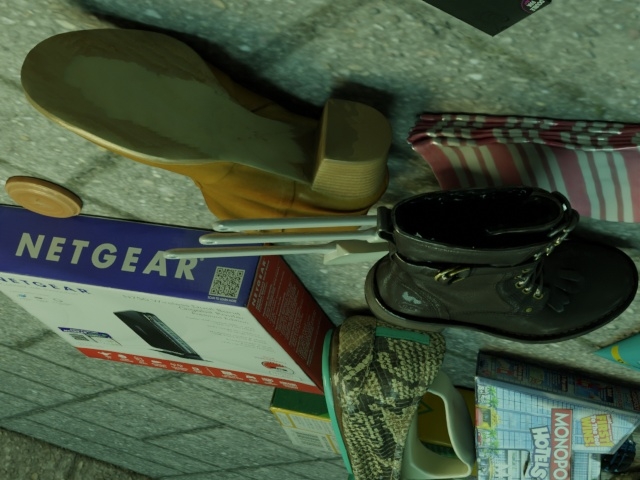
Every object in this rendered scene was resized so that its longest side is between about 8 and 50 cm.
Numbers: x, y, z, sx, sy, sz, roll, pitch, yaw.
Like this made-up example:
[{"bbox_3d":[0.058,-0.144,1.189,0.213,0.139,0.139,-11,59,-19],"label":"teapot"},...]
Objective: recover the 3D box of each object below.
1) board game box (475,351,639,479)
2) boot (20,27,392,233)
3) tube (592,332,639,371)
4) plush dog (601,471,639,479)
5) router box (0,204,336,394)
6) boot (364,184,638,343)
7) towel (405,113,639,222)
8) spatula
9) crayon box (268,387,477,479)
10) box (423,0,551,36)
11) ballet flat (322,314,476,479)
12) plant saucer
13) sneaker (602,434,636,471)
[{"bbox_3d":[0.280,0.229,1.552,0.194,0.060,0.194,1,116,10],"label":"board game box"},{"bbox_3d":[-0.091,-0.066,1.073,0.295,0.104,0.211,12,160,-5],"label":"boot"},{"bbox_3d":[0.344,0.112,1.338,0.080,0.052,0.207,25,166,0],"label":"tube"},{"bbox_3d":[0.463,0.379,1.833,0.262,0.210,0.225,-5,162,-42],"label":"plush dog"},{"bbox_3d":[-0.179,0.073,1.533,0.336,0.082,0.301,7,159,21],"label":"router box"},{"bbox_3d":[0.159,0.016,1.055,0.263,0.091,0.229,-3,163,-9],"label":"boot"},{"bbox_3d":[0.178,-0.050,1.038,0.197,0.029,0.144,5,159,24],"label":"towel"},{"bbox_3d":[0.000,0.000,1.109,0.242,0.019,0.168,-3,171,-27],"label":"spatula"},{"bbox_3d":[0.109,0.250,1.806,0.323,0.083,0.203,11,160,13],"label":"crayon box"},{"bbox_3d":[0.087,-0.164,0.761,0.083,0.052,0.062,22,160,-22],"label":"box"},{"bbox_3d":[0.098,0.280,1.624,0.182,0.164,0.482,3,134,5],"label":"ballet flat"},{"bbox_3d":[-0.294,-0.044,1.402,0.084,0.013,0.083,12,159,5],"label":"plant saucer"},{"bbox_3d":[0.306,0.236,1.672,0.191,0.071,0.083,25,165,-5],"label":"sneaker"}]
